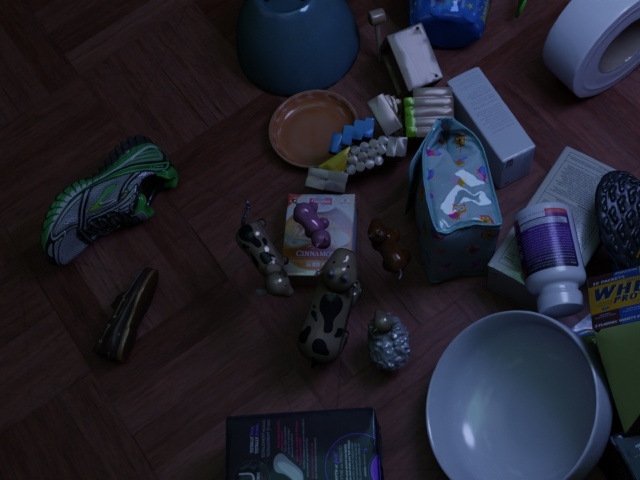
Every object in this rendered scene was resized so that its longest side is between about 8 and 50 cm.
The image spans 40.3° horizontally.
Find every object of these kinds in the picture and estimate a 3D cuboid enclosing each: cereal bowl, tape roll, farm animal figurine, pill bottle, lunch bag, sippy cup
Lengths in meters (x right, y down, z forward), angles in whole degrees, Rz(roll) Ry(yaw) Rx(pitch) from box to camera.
[{"bbox_3d":[0.359,0.298,1.526,0.339,0.141,0.338,-22,58,38],"label":"cereal bowl"},{"bbox_3d":[0.599,-0.432,1.792,0.286,0.286,0.100,-34,64,-8],"label":"tape roll"},{"bbox_3d":[0.003,0.086,1.638,0.331,0.172,0.326,0,96,9],"label":"farm animal figurine"},{"bbox_3d":[0.416,0.037,1.573,0.108,0.108,0.193,-7,65,5],"label":"pill bottle"},{"bbox_3d":[0.250,-0.083,1.712,0.160,0.223,0.262,-10,63,-2],"label":"lunch bag"},{"bbox_3d":[0.289,-0.559,1.941,0.306,0.240,0.224,-1,75,31],"label":"sippy cup"}]

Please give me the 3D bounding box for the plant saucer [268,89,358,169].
[{"bbox_3d":[-0.013,-0.241,1.926,0.200,0.037,0.199,-3,66,6],"label":"plant saucer"}]

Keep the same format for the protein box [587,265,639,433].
[{"bbox_3d":[0.541,0.173,1.453,0.136,0.201,0.199,-16,106,20],"label":"protein box"}]

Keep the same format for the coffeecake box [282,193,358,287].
[{"bbox_3d":[0.000,0.000,1.795,0.142,0.068,0.185,0,65,10],"label":"coffeecake box"}]

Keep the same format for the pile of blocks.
[{"bbox_3d":[0.118,-0.213,1.842,0.362,0.112,0.149,-27,89,-2],"label":"pile of blocks"}]

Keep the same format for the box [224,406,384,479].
[{"bbox_3d":[-0.026,0.403,1.569,0.271,0.143,0.165,-5,63,6],"label":"box"}]

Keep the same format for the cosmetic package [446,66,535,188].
[{"bbox_3d":[0.352,-0.237,1.829,0.086,0.117,0.231,-27,66,-6],"label":"cosmetic package"}]

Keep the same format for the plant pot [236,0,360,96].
[{"bbox_3d":[-0.063,-0.498,1.965,0.290,0.195,0.290,-3,65,6],"label":"plant pot"}]

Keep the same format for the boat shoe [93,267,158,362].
[{"bbox_3d":[-0.398,0.144,1.781,0.073,0.073,0.207,16,68,13],"label":"boat shoe"}]

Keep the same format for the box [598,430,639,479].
[{"bbox_3d":[0.693,0.420,1.441,0.343,0.179,0.312,-22,63,-2],"label":"box"}]

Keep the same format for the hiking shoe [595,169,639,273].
[{"bbox_3d":[0.567,0.023,1.616,0.113,0.132,0.304,-15,85,-4],"label":"hiking shoe"}]

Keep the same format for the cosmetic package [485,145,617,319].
[{"bbox_3d":[0.470,-0.013,1.711,0.160,0.113,0.309,32,74,19],"label":"cosmetic package"}]

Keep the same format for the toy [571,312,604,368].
[{"bbox_3d":[0.498,0.226,1.626,0.237,0.056,0.137,-38,67,-10],"label":"toy"}]

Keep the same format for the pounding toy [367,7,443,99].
[{"bbox_3d":[0.183,-0.423,1.916,0.094,0.181,0.206,-22,91,-3],"label":"pounding toy"}]

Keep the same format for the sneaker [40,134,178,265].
[{"bbox_3d":[-0.450,-0.074,1.856,0.146,0.134,0.343,38,75,21],"label":"sneaker"}]
